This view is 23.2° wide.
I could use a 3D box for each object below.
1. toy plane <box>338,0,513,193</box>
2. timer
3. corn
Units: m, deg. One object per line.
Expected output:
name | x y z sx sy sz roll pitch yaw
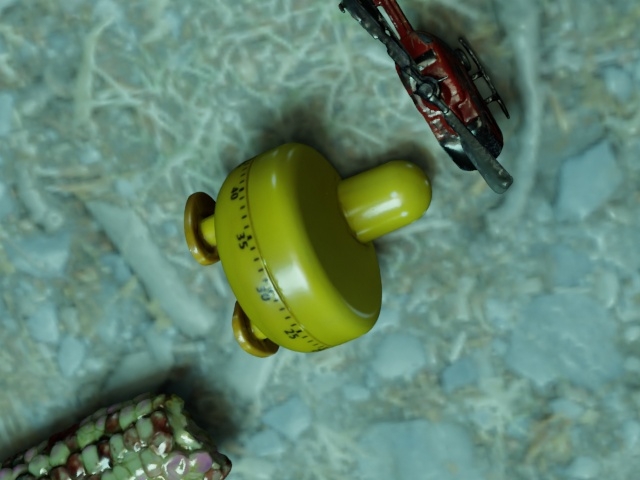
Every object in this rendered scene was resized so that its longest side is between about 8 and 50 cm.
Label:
toy plane | 0.051 -0.086 0.761 0.037 0.060 0.145 -32 91 19
timer | 0.000 0.000 0.780 0.109 0.107 0.107 -23 109 21
corn | -0.177 0.169 0.894 0.280 0.092 0.092 -32 106 15
